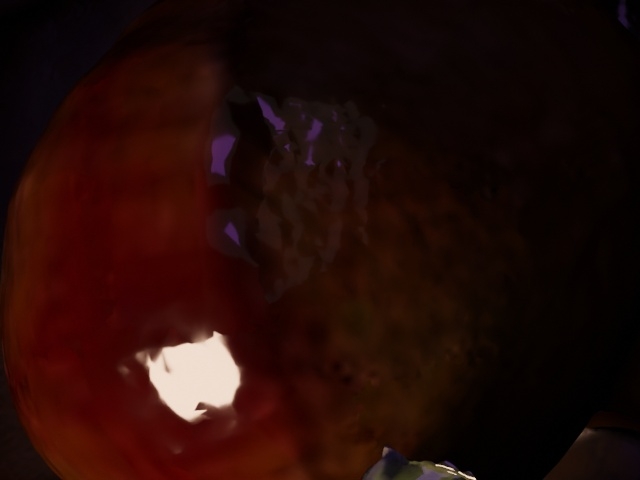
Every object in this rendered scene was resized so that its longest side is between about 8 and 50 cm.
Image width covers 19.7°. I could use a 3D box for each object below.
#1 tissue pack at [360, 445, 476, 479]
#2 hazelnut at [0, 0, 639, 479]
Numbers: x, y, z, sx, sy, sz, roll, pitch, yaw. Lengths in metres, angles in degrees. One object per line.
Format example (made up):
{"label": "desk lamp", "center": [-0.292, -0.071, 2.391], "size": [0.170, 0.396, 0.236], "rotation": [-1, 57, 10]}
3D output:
{"label": "tissue pack", "center": [0.016, 0.337, 0.903], "size": [0.124, 0.288, 0.394], "rotation": [16, 64, 18]}
{"label": "hazelnut", "center": [0.000, 0.000, 1.096], "size": [0.421, 0.353, 0.421], "rotation": [-36, 20, 16]}
